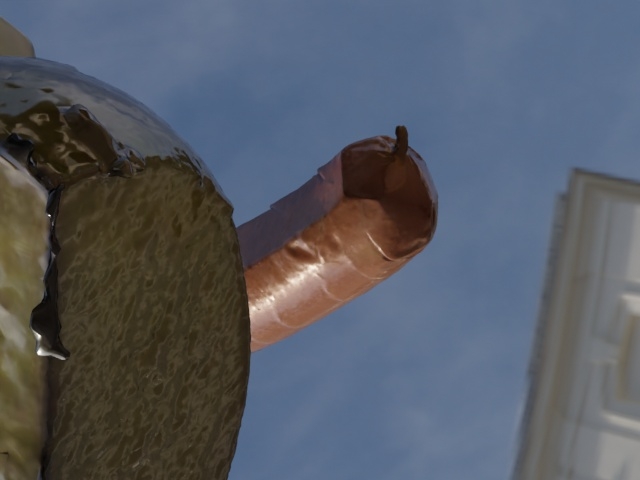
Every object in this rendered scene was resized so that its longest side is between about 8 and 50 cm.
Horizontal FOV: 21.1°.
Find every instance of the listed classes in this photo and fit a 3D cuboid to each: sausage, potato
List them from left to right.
[{"bbox_3d":[-0.066,0.032,0.399,0.089,0.100,0.172,-28,-48,-46],"label":"potato"},{"bbox_3d":[0.001,0.000,0.841,0.065,0.169,0.065,20,-125,-32],"label":"sausage"}]

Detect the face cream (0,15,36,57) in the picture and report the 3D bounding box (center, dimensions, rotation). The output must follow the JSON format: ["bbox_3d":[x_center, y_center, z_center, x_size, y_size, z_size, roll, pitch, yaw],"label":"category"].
[{"bbox_3d":[-0.172,0.042,0.594,0.102,0.345,0.102,11,-119,-20],"label":"face cream"}]
